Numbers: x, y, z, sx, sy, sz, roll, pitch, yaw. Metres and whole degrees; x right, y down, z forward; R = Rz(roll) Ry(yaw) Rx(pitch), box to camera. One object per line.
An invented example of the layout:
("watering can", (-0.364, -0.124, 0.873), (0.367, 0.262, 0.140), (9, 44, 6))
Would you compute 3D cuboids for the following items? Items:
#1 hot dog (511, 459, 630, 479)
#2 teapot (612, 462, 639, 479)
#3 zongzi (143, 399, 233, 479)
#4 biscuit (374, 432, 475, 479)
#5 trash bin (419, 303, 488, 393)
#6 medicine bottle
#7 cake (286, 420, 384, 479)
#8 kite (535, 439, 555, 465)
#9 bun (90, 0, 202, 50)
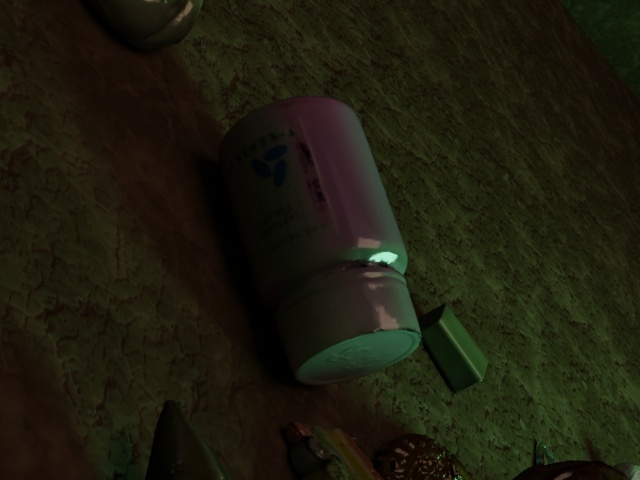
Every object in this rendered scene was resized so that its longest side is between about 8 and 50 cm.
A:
("hot dog", (0.256, 0.402, 1.243), (0.267, 0.174, 0.387), (37, 34, -39))
("teapot", (0.441, 0.362, 1.916), (0.083, 0.064, 0.064), (24, 39, -5))
("zongzi", (-0.038, 0.271, 0.924), (0.251, 0.125, 0.274), (46, 22, -31))
("biscuit", (0.144, 0.334, 1.336), (0.305, 0.038, 0.305), (46, 28, -33))
("trash bin", (0.160, 0.130, 1.594), (0.092, 0.043, 0.061), (57, 23, -10))
("medicine bottle", (0.000, 0.000, 1.265), (0.152, 0.152, 0.254), (23, 45, -56))
("cake", (0.032, 0.267, 1.177), (0.109, 0.090, 0.225), (24, 25, -52))
("kite", (0.317, 0.337, 1.734), (0.183, 0.010, 0.160), (21, 46, -58))
("bun", (-0.167, -0.278, 1.287), (0.183, 0.102, 0.183), (46, 30, -37))
